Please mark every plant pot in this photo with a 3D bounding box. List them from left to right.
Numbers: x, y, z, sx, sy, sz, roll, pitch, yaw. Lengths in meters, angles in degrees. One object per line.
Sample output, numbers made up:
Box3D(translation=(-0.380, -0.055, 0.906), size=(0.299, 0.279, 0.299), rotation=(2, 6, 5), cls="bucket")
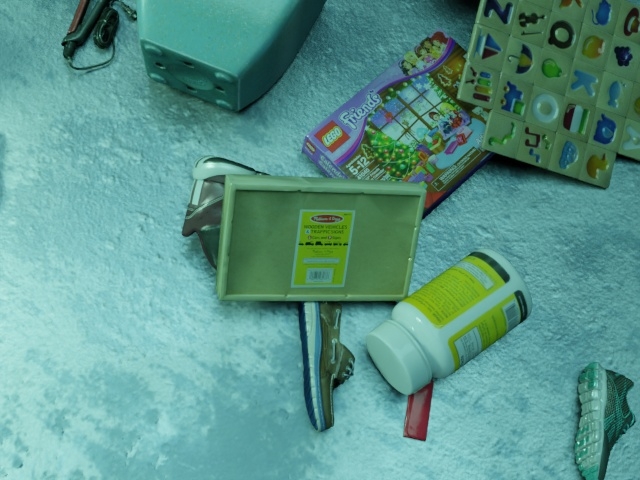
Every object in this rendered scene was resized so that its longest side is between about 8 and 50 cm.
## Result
Box3D(translation=(-0.136, -0.335, 1.360), size=(0.248, 0.247, 0.252), rotation=(21, 76, 0), cls="plant pot")

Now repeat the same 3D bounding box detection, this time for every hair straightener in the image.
Box3D(translation=(-0.319, -0.348, 1.432), size=(0.089, 0.047, 0.230), rotation=(17, 66, -2), cls="hair straightener")

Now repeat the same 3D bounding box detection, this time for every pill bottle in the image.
Box3D(translation=(0.172, 0.110, 1.297), size=(0.209, 0.119, 0.119), rotation=(-32, 77, -19), cls="pill bottle")

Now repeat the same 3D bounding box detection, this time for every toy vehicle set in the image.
Box3D(translation=(0.000, 0.000, 1.275), size=(0.267, 0.035, 0.165), rotation=(2, 113, -17), cls="toy vehicle set")

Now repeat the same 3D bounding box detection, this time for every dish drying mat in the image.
Box3D(translation=(0.134, 0.228, 1.306), size=(0.032, 0.008, 0.083), rotation=(13, 68, -5), cls="dish drying mat")

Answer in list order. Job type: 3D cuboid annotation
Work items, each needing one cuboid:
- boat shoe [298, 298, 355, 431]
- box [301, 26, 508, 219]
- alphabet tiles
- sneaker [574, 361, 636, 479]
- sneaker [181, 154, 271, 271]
Box3D(translation=(0.012, 0.163, 1.280), size=(0.066, 0.066, 0.183), rotation=(0, 69, -10), cls="boat shoe")
Box3D(translation=(0.145, -0.161, 1.428), size=(0.293, 0.057, 0.201), rotation=(-41, 80, -20), cls="box")
Box3D(translation=(0.371, -0.244, 1.439), size=(0.343, 0.011, 0.285), rotation=(15, 87, -20), cls="alphabet tiles")
Box3D(translation=(0.395, 0.251, 1.311), size=(0.076, 0.065, 0.166), rotation=(14, 69, -8), cls="sneaker")
Box3D(translation=(-0.061, -0.003, 1.331), size=(0.282, 0.106, 0.162), rotation=(19, 91, -11), cls="sneaker")
